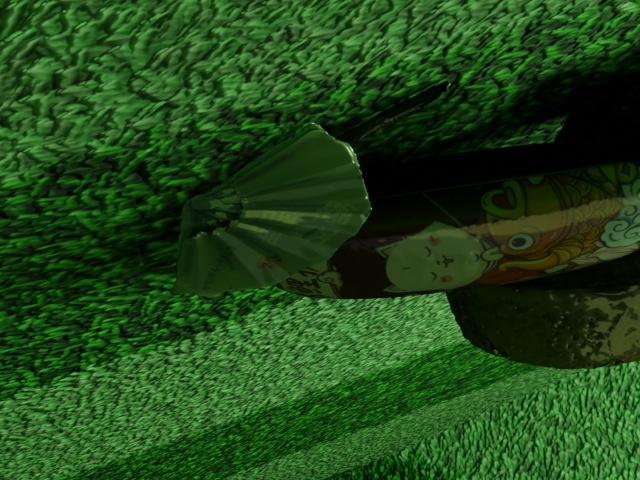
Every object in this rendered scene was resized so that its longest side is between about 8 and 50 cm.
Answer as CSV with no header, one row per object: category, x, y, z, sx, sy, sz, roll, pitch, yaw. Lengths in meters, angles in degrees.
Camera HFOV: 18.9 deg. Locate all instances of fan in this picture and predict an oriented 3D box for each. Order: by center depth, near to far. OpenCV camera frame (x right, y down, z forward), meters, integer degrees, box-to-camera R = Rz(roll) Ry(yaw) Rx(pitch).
fan,-0.036,-0.014,1.384,0.131,0.009,0.240,11,145,-24

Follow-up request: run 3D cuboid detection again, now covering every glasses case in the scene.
glasses case,0.111,-0.014,1.478,0.321,0.082,0.122,-8,155,3

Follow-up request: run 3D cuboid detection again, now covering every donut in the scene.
donut,0.228,0.024,1.639,0.272,0.107,0.272,-4,-154,2

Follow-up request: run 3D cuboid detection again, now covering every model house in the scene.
model house,0.287,-0.086,1.525,0.165,0.106,0.152,-17,171,-45

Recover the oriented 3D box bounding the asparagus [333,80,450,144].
asparagus,0.020,-0.071,1.341,0.166,0.013,0.016,-27,157,22
